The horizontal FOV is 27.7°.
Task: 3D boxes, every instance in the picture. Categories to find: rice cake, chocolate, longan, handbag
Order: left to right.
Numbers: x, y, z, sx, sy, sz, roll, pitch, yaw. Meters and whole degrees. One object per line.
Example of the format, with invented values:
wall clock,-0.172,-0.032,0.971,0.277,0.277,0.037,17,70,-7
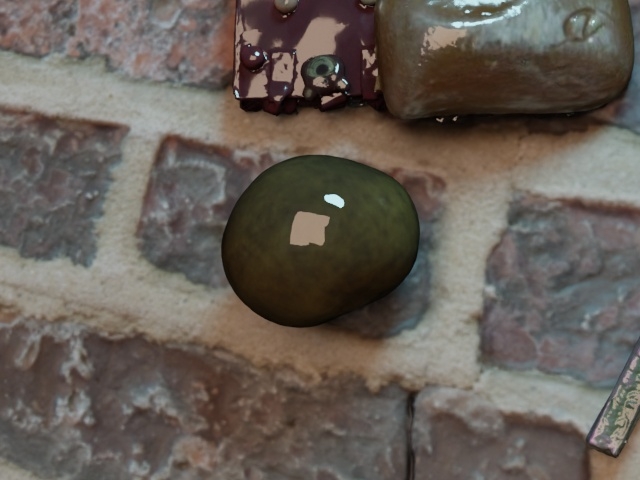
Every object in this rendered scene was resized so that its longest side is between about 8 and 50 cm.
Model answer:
longan,0.000,0.000,1.220,0.187,0.167,0.168,-2,77,1
handbag,0.010,-0.233,1.317,0.203,0.074,0.216,-1,78,14
chocolate,0.179,-0.199,1.227,0.261,0.083,0.161,-6,81,-7
rice cake,0.302,0.104,1.188,0.036,0.047,0.207,28,88,3
